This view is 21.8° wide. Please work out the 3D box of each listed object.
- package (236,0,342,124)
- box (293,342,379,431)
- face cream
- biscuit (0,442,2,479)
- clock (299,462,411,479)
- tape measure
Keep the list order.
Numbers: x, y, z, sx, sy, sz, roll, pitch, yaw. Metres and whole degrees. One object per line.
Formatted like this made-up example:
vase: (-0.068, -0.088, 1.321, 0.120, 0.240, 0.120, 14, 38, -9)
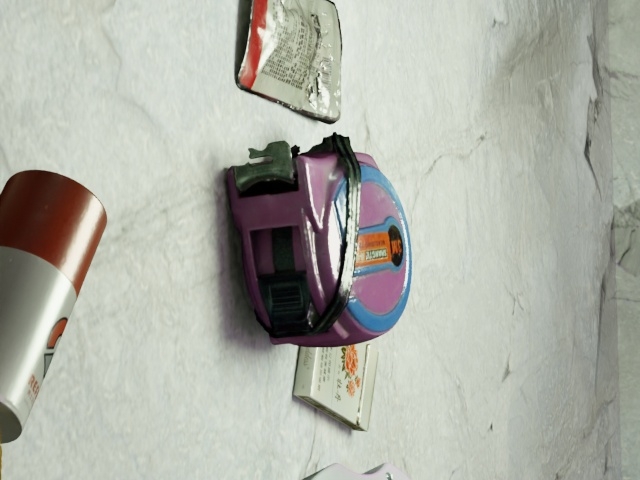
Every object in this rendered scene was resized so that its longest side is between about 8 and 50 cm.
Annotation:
package: (-0.029, -0.230, 1.939, 0.239, 0.030, 0.154, 17, 76, -65)
box: (0.023, 0.164, 2.072, 0.198, 0.029, 0.109, 39, 56, -60)
face cream: (-0.252, 0.051, 1.358, 0.096, 0.096, 0.214, 64, 35, -46)
biscuit: (-0.315, 0.095, 1.139, 0.274, 0.091, 0.213, 36, 36, -52)
clock: (0.054, 0.411, 1.868, 0.338, 0.102, 0.338, 34, 38, -32)
tape measure: (0.000, 0.000, 1.885, 0.231, 0.149, 0.245, -8, 91, -63)
